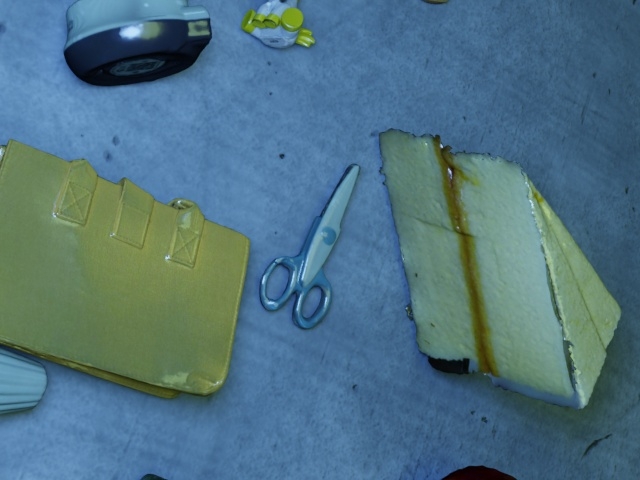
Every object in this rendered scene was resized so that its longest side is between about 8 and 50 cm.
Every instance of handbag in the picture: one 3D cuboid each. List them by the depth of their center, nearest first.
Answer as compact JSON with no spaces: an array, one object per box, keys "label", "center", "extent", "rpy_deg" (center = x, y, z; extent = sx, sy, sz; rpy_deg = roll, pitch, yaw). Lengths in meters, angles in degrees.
[{"label":"handbag","center":[-0.302,0.047,1.404],"extent":[0.401,0.133,0.282],"rpy_deg":[23,72,-29]}]

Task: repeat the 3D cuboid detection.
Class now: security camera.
[{"label":"security camera","center":[-0.283,-0.373,1.392],"extent":[0.191,0.197,0.277],"rpy_deg":[-10,88,-22]}]

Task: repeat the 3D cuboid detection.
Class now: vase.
[{"label":"vase","center":[-0.482,0.178,1.294],"extent":[0.248,0.128,0.128],"rpy_deg":[15,81,-40]}]

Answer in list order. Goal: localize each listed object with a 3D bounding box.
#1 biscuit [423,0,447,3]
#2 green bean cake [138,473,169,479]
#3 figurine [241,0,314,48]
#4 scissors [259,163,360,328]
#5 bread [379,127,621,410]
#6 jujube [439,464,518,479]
[{"label":"biscuit","center":[0.204,-0.545,1.776],"extent":[0.144,0.040,0.236],"rpy_deg":[0,87,-26]},{"label":"green bean cake","center":[-0.220,0.443,1.406],"extent":[0.094,0.183,0.184],"rpy_deg":[30,73,-30]},{"label":"figurine","center":[-0.062,-0.398,1.587],"extent":[0.130,0.109,0.178],"rpy_deg":[0,88,-57]},{"label":"scissors","center":[0.000,0.000,1.632],"extent":[0.138,0.041,0.289],"rpy_deg":[32,77,-28]},{"label":"bread","center":[0.250,0.036,1.615],"extent":[0.405,0.346,0.242],"rpy_deg":[52,61,-26]},{"label":"jujube","center":[0.298,0.565,1.672],"extent":[0.276,0.276,0.377],"rpy_deg":[-48,111,-23]}]
